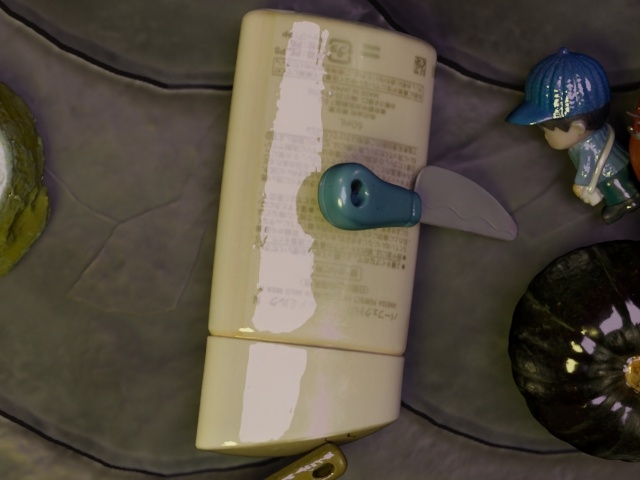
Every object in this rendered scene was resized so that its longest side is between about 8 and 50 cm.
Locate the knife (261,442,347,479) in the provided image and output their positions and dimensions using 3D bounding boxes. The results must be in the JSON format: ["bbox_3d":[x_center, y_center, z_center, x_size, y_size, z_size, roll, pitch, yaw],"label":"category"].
[{"bbox_3d":[-0.138,0.237,1.128,0.343,0.027,0.061,-30,114,-1],"label":"knife"}]

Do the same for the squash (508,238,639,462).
[{"bbox_3d":[0.251,0.089,1.207,0.193,0.156,0.193,0,88,10],"label":"squash"}]

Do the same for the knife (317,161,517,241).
[{"bbox_3d":[0.086,-0.032,1.175,0.244,0.032,0.058,3,81,-48],"label":"knife"}]

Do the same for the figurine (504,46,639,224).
[{"bbox_3d":[0.224,-0.087,1.248,0.149,0.087,0.086,53,39,-7],"label":"figurine"}]

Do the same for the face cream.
[{"bbox_3d":[0.000,0.000,1.176,0.174,0.081,0.348,7,85,-24],"label":"face cream"}]

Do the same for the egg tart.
[{"bbox_3d":[-0.296,-0.052,1.104,0.197,0.078,0.197,1,85,-13],"label":"egg tart"}]

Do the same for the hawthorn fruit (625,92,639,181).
[{"bbox_3d":[0.345,-0.090,1.196,0.299,0.211,0.211,-10,90,-38],"label":"hawthorn fruit"}]
